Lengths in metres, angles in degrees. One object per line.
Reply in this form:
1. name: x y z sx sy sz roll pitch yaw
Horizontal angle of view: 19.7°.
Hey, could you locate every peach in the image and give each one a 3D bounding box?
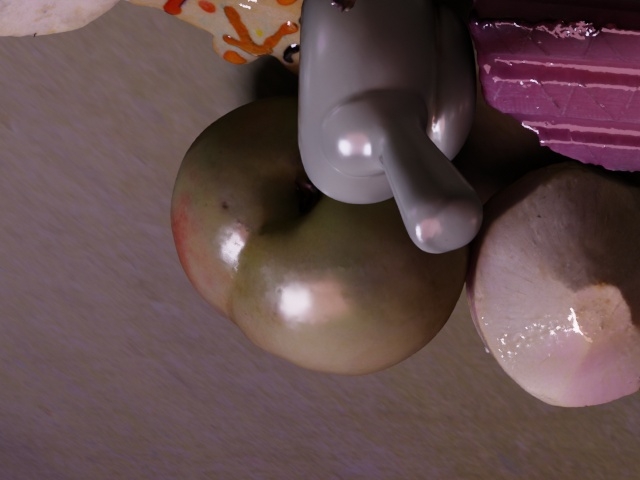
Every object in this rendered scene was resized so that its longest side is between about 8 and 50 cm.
1. peach: -0.001 -0.001 1.735 0.292 0.247 0.292 21 157 9

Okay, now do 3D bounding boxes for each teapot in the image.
1. teapot: 0.055 -0.092 1.491 0.149 0.318 0.220 0 149 1

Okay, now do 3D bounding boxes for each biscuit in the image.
1. biscuit: -0.066 -0.205 1.653 0.234 0.030 0.153 29 152 -17

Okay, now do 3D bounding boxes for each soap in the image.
1. soap: 0.274 -0.143 1.470 0.289 0.112 0.182 7 150 20

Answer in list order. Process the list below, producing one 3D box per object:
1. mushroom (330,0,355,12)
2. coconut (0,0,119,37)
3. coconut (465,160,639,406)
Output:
1. mushroom: 0.034 -0.309 1.335 0.236 0.173 0.162 58 -169 2
2. coconut: -0.247 -0.289 1.401 0.245 0.247 0.245 -17 142 -14
3. coconut: 0.236 0.043 1.721 0.197 0.237 0.237 -20 143 4
